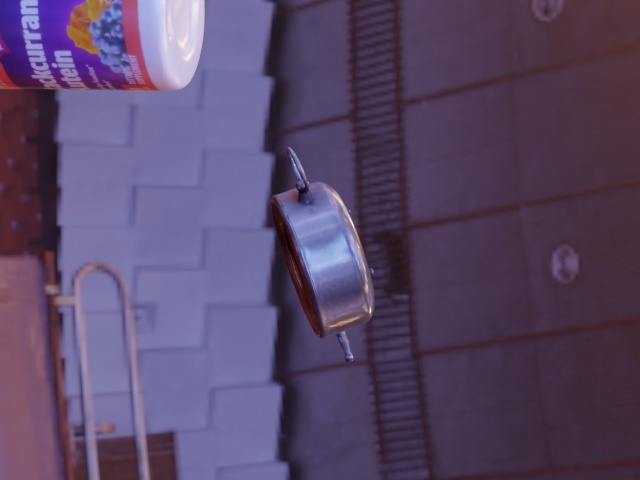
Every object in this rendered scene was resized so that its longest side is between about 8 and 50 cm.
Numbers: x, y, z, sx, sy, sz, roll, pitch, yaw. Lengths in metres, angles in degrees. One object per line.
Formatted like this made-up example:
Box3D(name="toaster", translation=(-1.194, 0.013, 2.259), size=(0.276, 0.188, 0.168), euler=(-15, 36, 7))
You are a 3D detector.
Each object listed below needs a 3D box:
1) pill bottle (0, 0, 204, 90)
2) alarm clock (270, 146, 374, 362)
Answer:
Box3D(name="pill bottle", translation=(-0.178, -0.149, 0.826), size=(0.108, 0.193, 0.108), euler=(1, 90, -81))
Box3D(name="alarm clock", translation=(0.000, 0.000, 1.110), size=(0.129, 0.064, 0.192), euler=(-118, -172, -51))
